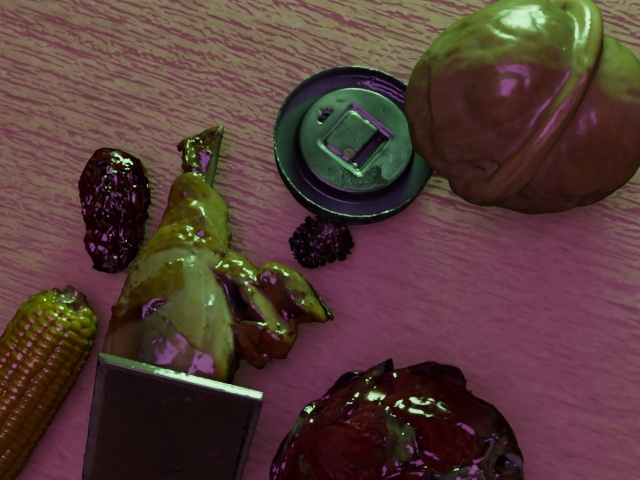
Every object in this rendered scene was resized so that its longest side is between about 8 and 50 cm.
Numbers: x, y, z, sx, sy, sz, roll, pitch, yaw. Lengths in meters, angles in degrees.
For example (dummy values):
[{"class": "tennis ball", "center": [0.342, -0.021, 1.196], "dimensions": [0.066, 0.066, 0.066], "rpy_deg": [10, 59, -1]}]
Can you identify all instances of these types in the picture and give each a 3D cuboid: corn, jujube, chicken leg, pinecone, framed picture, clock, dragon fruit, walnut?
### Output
[{"class": "corn", "center": [-0.407, 0.221, 1.942], "dimensions": [0.120, 0.120, 0.363], "rpy_deg": [29, 88, 10]}, {"class": "jujube", "center": [-0.274, -0.039, 1.969], "dimensions": [0.104, 0.104, 0.166], "rpy_deg": [5, 93, 8]}, {"class": "chicken leg", "center": [-0.125, 0.046, 1.913], "dimensions": [0.295, 0.182, 0.409], "rpy_deg": [0, 69, 11]}, {"class": "pinecone", "center": [0.000, 0.000, 1.940], "dimensions": [0.083, 0.077, 0.077], "rpy_deg": [-27, 79, 36]}, {"class": "framed picture", "center": [-0.192, 0.262, 1.849], "dimensions": [0.209, 0.019, 0.281], "rpy_deg": [16, 130, -1]}, {"class": "clock", "center": [0.044, -0.123, 1.929], "dimensions": [0.215, 0.042, 0.215], "rpy_deg": [2, 70, -5]}, {"class": "dragon fruit", "center": [0.093, 0.300, 1.775], "dimensions": [0.329, 0.329, 0.329], "rpy_deg": [-1, 83, 7]}, {"class": "walnut", "center": [0.261, -0.163, 1.817], "dimensions": [0.296, 0.285, 0.285], "rpy_deg": [28, 88, -12]}]
